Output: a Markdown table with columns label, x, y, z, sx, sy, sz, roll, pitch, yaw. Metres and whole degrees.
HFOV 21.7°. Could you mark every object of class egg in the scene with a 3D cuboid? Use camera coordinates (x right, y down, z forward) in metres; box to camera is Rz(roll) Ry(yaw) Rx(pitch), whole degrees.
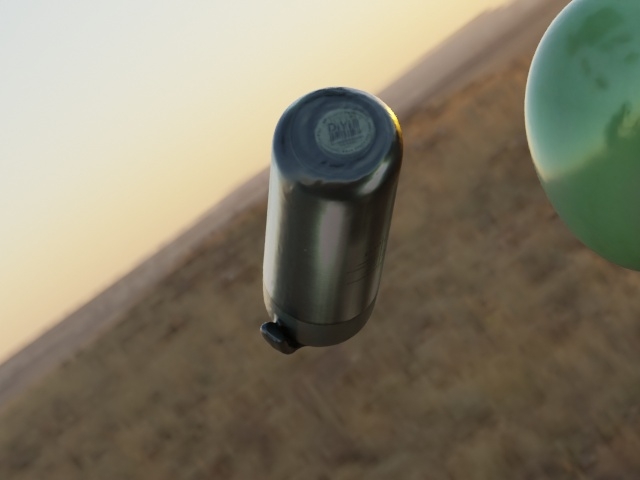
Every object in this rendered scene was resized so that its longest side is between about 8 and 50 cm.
| label | x | y | z | sx | sy | sz | roll | pitch | yaw |
| --- | --- | --- | --- | --- | --- | --- | --- | --- | --- |
| egg | 0.294 | -0.102 | 1.476 | 0.220 | 0.270 | 0.220 | -16 | 16 | 5 |

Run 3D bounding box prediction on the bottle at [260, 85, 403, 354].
| label | x | y | z | sx | sy | sz | roll | pitch | yaw |
| --- | --- | --- | --- | --- | --- | --- | --- | --- | --- |
| bottle | 0.000 | 0.000 | 1.059 | 0.096 | 0.079 | 0.254 | -47 | -15 | -21 |
